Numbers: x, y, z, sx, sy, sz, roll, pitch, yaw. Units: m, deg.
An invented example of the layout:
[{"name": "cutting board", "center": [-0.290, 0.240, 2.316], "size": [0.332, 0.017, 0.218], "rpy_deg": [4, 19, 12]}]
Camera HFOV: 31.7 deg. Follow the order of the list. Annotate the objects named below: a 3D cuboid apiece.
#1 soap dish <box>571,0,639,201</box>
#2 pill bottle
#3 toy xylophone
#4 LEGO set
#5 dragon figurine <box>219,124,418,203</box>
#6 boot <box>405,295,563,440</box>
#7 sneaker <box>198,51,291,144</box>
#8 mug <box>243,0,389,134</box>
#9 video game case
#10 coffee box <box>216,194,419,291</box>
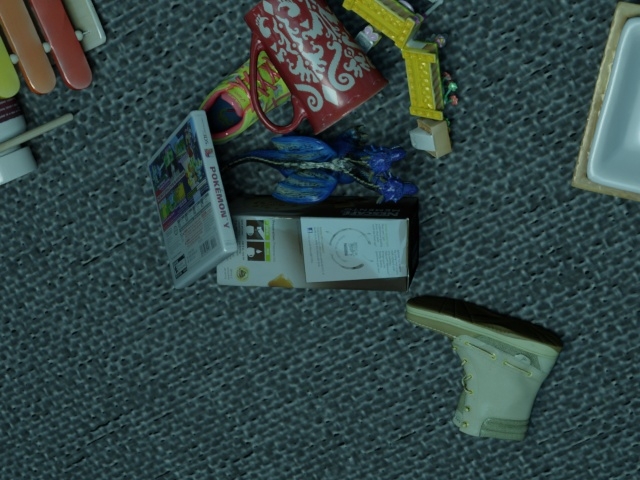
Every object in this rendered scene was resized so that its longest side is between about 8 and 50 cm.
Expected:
[{"name": "soap dish", "center": [0.470, -0.148, 1.352], "size": [0.291, 0.118, 0.228], "rpy_deg": [13, 107, 7]}, {"name": "pill bottle", "center": [-0.472, -0.179, 1.515], "size": [0.121, 0.121, 0.221], "rpy_deg": [-19, 100, 15]}, {"name": "toy xylophone", "center": [-0.418, -0.229, 1.434], "size": [0.081, 0.323, 0.236], "rpy_deg": [-9, 114, 50]}, {"name": "LEGO set", "center": [0.117, -0.252, 1.419], "size": [0.287, 0.107, 0.132], "rpy_deg": [52, 142, -10]}, {"name": "dragon figurine", "center": [-0.016, -0.097, 1.441], "size": [0.289, 0.144, 0.085], "rpy_deg": [1, 105, 10]}, {"name": "boot", "center": [0.198, 0.173, 1.511], "size": [0.213, 0.077, 0.165], "rpy_deg": [18, 109, 2]}, {"name": "sneaker", "center": [-0.088, -0.192, 1.455], "size": [0.208, 0.094, 0.081], "rpy_deg": [-44, 92, 16]}, {"name": "mug", "center": [-0.021, -0.221, 1.370], "size": [0.169, 0.150, 0.113], "rpy_deg": [55, 148, -7]}, {"name": "video game case", "center": [-0.168, -0.048, 1.447], "size": [0.023, 0.201, 0.183], "rpy_deg": [-9, 79, -27]}, {"name": "coffee box", "center": [0.000, 0.000, 1.466], "size": [0.247, 0.141, 0.098], "rpy_deg": [2, 105, 11]}]
